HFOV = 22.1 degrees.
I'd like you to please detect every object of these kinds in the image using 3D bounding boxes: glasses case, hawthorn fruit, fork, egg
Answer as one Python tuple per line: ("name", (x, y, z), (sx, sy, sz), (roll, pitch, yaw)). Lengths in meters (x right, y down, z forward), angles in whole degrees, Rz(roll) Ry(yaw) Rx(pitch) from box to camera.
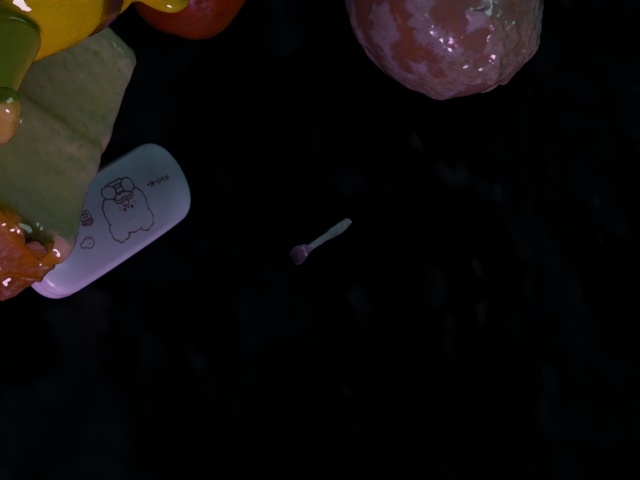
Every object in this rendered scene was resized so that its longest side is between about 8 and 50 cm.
("glasses case", (-0.176, -0.018, 1.336), (0.193, 0.049, 0.074), (-37, 103, -47))
("hawthorn fruit", (-0.113, -0.243, 1.449), (0.128, 0.128, 0.128), (21, 60, -42))
("fork", (-0.001, 0.001, 1.555), (0.115, 0.012, 0.016), (-36, 106, -54))
("egg", (0.119, -0.258, 1.651), (0.203, 0.203, 0.245), (-14, 75, -50))

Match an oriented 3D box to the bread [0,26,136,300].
("bread", (-0.311, -0.087, 1.039), (0.279, 0.279, 0.207), (33, 51, -32))

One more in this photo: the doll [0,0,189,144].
("doll", (-0.158, -0.196, 0.927), (0.199, 0.145, 0.363), (24, 49, -9))
